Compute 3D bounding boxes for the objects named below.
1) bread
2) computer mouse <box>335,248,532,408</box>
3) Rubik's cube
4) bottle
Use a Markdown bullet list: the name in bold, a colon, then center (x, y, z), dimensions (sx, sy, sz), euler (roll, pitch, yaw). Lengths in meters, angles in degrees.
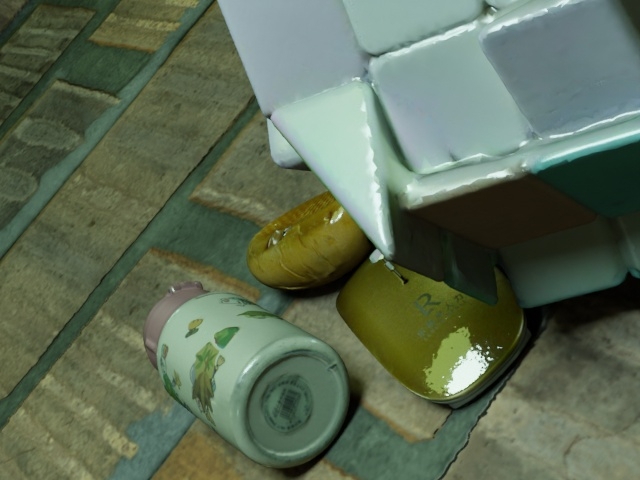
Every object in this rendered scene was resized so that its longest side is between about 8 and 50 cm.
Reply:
- **bread**: center (0.000, 0.000, 1.316), dimensions (0.114, 0.077, 0.189), euler (-36, 11, -35)
- **computer mouse**: center (0.088, 0.051, 1.176), dimensions (0.126, 0.056, 0.245), euler (-43, 29, 2)
- **Rubik's cube**: center (0.128, -0.133, 1.003), dimensions (0.358, 0.368, 0.387), euler (-18, 12, 29)
- **bottle**: center (-0.081, 0.111, 1.247), dimensions (0.120, 0.120, 0.253), euler (-51, 29, -10)
